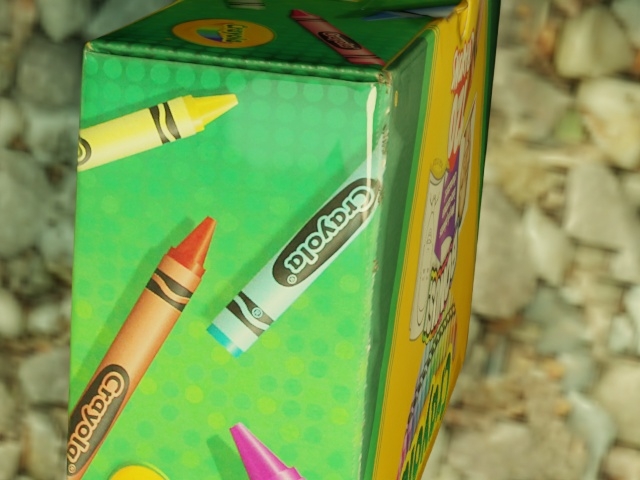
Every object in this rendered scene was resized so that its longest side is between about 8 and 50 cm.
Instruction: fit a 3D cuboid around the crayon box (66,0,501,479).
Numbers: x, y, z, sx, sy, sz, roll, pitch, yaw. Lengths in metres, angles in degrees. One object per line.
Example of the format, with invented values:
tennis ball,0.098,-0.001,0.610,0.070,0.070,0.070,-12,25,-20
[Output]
crayon box,0.000,0.000,0.559,0.081,0.278,0.165,7,107,10
